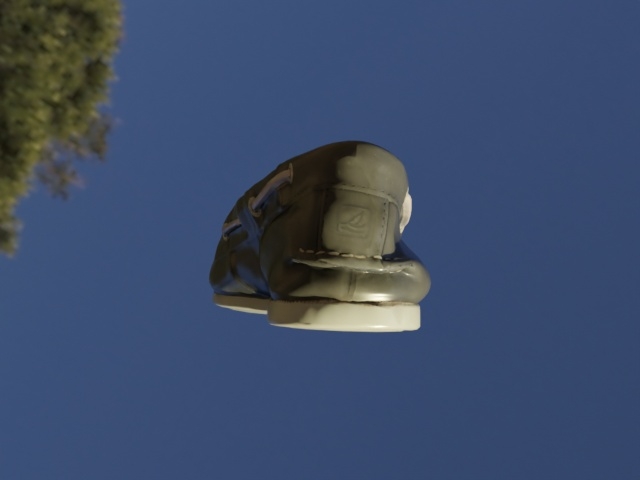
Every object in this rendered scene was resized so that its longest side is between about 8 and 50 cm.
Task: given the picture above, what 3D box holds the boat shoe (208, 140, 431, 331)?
[{"bbox_3d":[0.000,0.000,0.921,0.335,0.112,0.095,178,-84,-81],"label":"boat shoe"}]
